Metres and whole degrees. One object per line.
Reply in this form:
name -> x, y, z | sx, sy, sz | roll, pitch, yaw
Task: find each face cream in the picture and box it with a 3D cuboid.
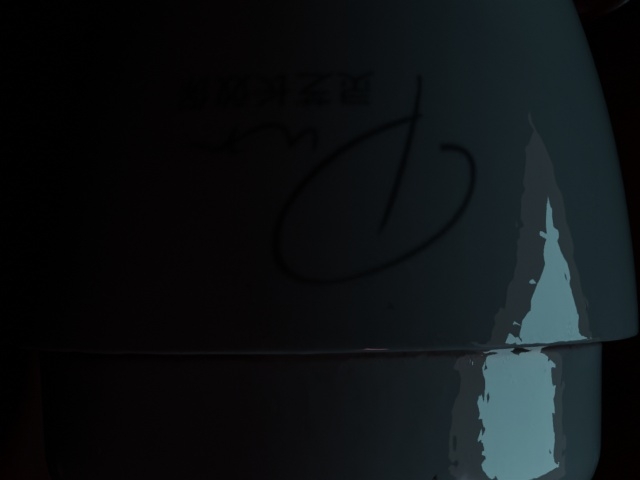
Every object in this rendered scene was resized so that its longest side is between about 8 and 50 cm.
face cream -> 0.000, 0.000, 0.359 | 0.117, 0.117, 0.104 | -48, 137, -89
